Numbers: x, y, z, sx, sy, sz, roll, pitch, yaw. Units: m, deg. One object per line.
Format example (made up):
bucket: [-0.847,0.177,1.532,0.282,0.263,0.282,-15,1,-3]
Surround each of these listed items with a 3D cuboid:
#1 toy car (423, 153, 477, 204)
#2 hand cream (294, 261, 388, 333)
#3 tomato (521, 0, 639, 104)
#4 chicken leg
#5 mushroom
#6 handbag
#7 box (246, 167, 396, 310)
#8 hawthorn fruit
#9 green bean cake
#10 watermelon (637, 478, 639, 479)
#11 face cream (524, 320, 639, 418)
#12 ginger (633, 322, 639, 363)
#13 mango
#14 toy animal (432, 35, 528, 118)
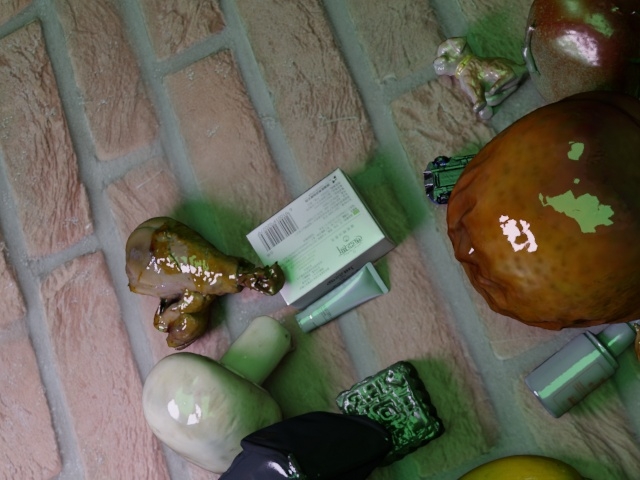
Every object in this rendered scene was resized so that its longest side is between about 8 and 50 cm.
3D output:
toy car: [0.326,-0.135,1.957,0.216,0.063,0.103,-9,75,11]
hand cream: [0.042,0.131,1.999,0.205,0.050,0.078,-32,95,7]
tomato: [0.531,-0.396,1.824,0.239,0.303,0.303,14,82,27]
chicken leg: [-0.259,0.105,2.032,0.409,0.182,0.295,7,93,28]
mushroom: [-0.195,0.311,1.942,0.314,0.314,0.336,25,60,22]
handbag: [-0.041,0.418,1.765,0.178,0.302,0.275,52,130,27]
box: [0.000,0.000,2.010,0.260,0.111,0.194,-34,70,7]
hawthorn fruit: [0.457,-0.033,1.692,0.472,0.472,0.471,-4,76,18]
green bean cake: [0.139,0.353,1.890,0.173,0.094,0.181,-29,71,9]
watermelon: [0.609,0.485,1.716,0.085,0.072,0.092,1,73,1]
face cream: [0.520,0.229,1.788,0.252,0.101,0.101,-40,69,6]
ginger: [0.739,0.241,1.621,0.357,0.274,0.152,31,83,-8]
mango: [0.367,0.499,1.758,0.317,0.119,0.176,-11,63,12]
toy animal: [0.350,-0.387,1.990,0.184,0.104,0.185,-42,63,7]
